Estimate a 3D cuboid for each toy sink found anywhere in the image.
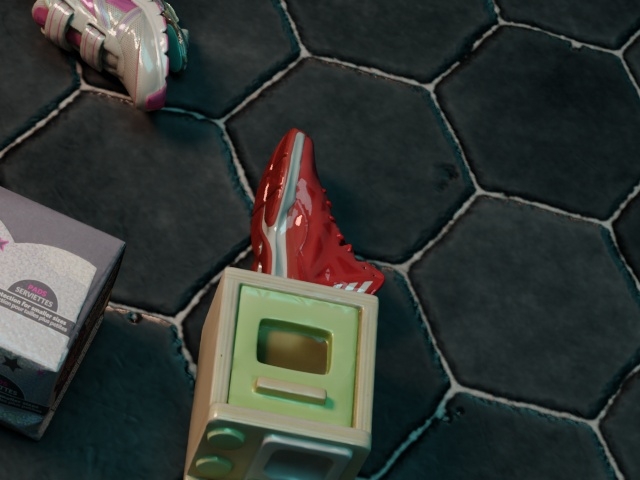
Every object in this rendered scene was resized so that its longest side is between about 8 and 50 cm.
[{"bbox_3d":[-0.037,0.161,1.674,0.153,0.131,0.234,12,55,-9],"label":"toy sink"}]

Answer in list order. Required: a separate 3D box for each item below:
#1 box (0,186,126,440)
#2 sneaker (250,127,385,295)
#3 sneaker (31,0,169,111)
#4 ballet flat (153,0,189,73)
[{"bbox_3d":[-0.328,0.044,1.656,0.247,0.142,0.163,24,53,0],"label":"box"},{"bbox_3d":[0.000,0.000,1.840,0.128,0.087,0.221,16,65,-17],"label":"sneaker"},{"bbox_3d":[-0.239,-0.227,1.905,0.111,0.103,0.252,-19,58,-23],"label":"sneaker"},{"bbox_3d":[-0.163,-0.228,1.960,0.041,0.041,0.114,-21,66,-28],"label":"ballet flat"}]
